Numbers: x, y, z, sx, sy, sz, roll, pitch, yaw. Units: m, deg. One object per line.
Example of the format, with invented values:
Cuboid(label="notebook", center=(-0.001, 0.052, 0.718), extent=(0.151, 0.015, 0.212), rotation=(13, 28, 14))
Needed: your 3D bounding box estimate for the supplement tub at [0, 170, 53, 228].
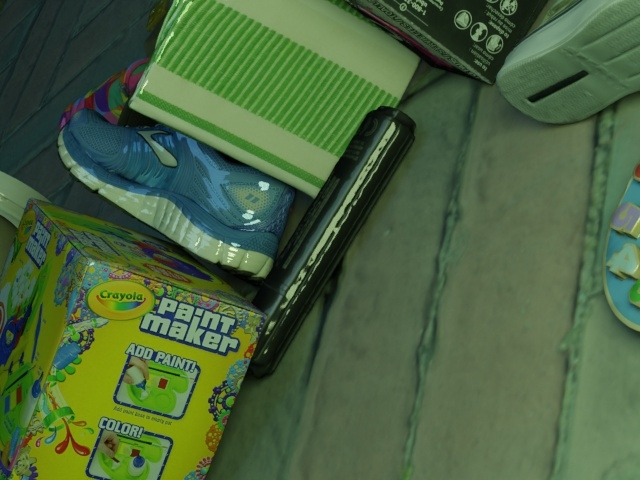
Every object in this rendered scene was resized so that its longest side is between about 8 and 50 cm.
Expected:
Cuboid(label="supplement tub", center=(-0.510, 0.073, 1.972), extent=(0.235, 0.235, 0.325), rotation=(-11, 51, 58))

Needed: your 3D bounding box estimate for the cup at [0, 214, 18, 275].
Cuboid(label="cup", center=(-0.401, 0.152, 1.641), extent=(0.237, 0.331, 0.331), rotation=(32, 89, 40))

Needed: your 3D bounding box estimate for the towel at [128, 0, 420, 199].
Cuboid(label="towel", center=(-0.009, -0.221, 1.351), extent=(0.325, 0.248, 0.038), rotation=(-63, 21, 2))

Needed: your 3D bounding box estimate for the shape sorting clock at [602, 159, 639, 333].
Cuboid(label="shape sorting clock", center=(0.251, -0.031, 0.906), extent=(0.206, 0.040, 0.206), rotation=(-42, 28, 29))

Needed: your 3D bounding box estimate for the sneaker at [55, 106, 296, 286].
Cuboid(label="sneaker", center=(-0.142, -0.076, 1.503), extent=(0.330, 0.130, 0.147), rotation=(28, 87, 36))

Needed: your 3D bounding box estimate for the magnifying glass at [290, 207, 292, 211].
Cuboid(label="magnifying glass", center=(-0.047, -0.097, 1.569), extent=(0.092, 0.026, 0.231), rotation=(-45, 25, 25))

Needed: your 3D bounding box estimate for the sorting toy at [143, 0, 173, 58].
Cuboid(label="sorting toy", center=(-0.192, -0.303, 2.053), extent=(0.132, 0.046, 0.274), rotation=(-52, 25, 13))

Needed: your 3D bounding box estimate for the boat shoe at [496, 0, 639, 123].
Cuboid(label="boat shoe", center=(0.232, -0.166, 1.027), extent=(0.302, 0.109, 0.094), rotation=(-15, 46, 60))

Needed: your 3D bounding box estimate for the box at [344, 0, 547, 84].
Cuboid(label="box", center=(0.076, -0.274, 1.272), extent=(0.163, 0.247, 0.142), rotation=(-57, 23, 1))

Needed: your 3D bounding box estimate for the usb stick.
Cuboid(label="usb stick", center=(0.000, 0.000, 1.336), extent=(0.278, 0.045, 0.077), rotation=(-59, 17, -3))

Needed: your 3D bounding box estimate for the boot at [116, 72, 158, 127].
Cuboid(label="boot", center=(-0.089, -0.261, 1.672), extent=(0.377, 0.138, 0.284), rotation=(-51, 17, 20))

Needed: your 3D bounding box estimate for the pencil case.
Cuboid(label="pencil case", center=(-0.278, -0.179, 2.007), extent=(0.236, 0.104, 0.104), rotation=(-19, 45, 56))

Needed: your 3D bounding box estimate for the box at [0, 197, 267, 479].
Cuboid(label="box", center=(-0.219, 0.137, 1.362), extent=(0.279, 0.177, 0.290), rotation=(-69, 24, 5))
